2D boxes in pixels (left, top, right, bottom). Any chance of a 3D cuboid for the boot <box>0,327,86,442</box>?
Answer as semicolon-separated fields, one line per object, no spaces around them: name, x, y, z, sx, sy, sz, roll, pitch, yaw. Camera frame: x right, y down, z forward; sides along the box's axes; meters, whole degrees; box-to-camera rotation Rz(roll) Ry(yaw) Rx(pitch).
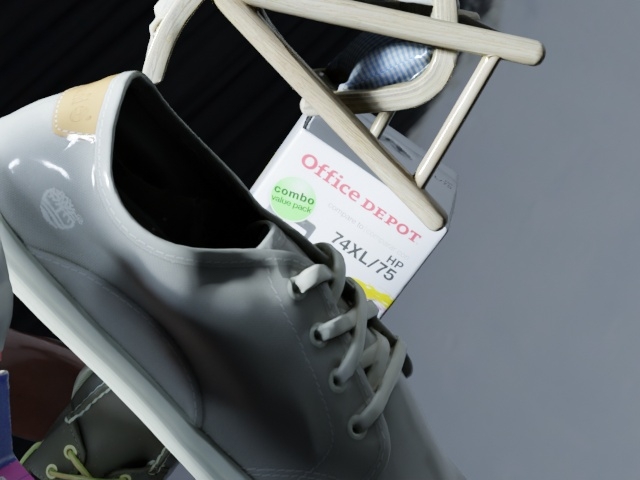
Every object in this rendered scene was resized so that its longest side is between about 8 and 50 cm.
boot;-0.284;0.097;1.128;0.264;0.096;0.280;32;175;-3

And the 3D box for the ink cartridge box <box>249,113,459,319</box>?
ink cartridge box;0.000;0.000;1.633;0.198;0.270;0.197;34;-158;-4

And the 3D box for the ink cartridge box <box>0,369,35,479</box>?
ink cartridge box;-0.297;0.288;0.883;0.071;0.324;0.330;28;129;33

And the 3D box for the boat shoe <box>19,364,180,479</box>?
boat shoe;-0.185;0.190;1.146;0.109;0.091;0.305;35;121;-9

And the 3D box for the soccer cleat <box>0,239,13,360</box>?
soccer cleat;-0.213;0.034;0.647;0.068;0.196;0.076;5;101;26

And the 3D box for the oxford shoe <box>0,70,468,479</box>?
oxford shoe;-0.016;0.073;0.846;0.449;0.130;0.169;45;-157;-13

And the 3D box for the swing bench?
swing bench;0.003;-0.154;1.112;0.254;0.165;0.253;28;-171;-12
